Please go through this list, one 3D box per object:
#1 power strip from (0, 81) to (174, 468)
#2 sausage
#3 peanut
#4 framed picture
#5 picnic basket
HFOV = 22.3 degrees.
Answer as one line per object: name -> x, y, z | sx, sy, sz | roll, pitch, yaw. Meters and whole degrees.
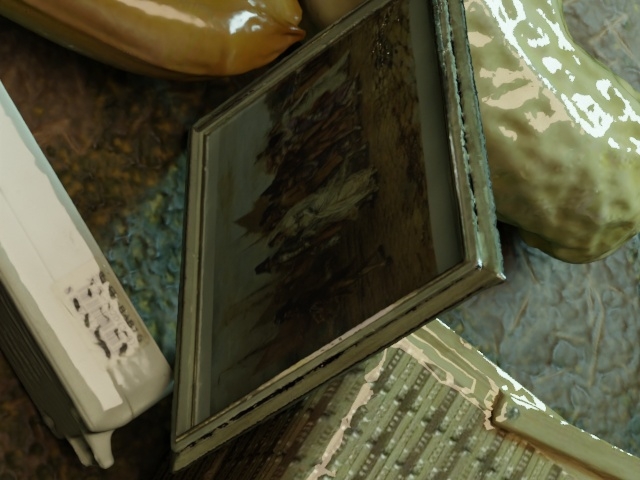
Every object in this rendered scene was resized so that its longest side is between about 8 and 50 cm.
power strip -> -0.187, -0.031, 0.890 | 0.058, 0.098, 0.338 | -32, 94, -25
sausage -> -0.170, -0.192, 0.921 | 0.354, 0.116, 0.134 | 33, 39, -14
peanut -> 0.100, -0.112, 1.029 | 0.313, 0.152, 0.152 | 45, 63, -10
framed picture -> -0.003, -0.026, 0.864 | 0.017, 0.217, 0.274 | 38, 30, -32
picnic basket -> 0.071, 0.182, 0.903 | 0.313, 0.228, 0.175 | 38, 67, -14
